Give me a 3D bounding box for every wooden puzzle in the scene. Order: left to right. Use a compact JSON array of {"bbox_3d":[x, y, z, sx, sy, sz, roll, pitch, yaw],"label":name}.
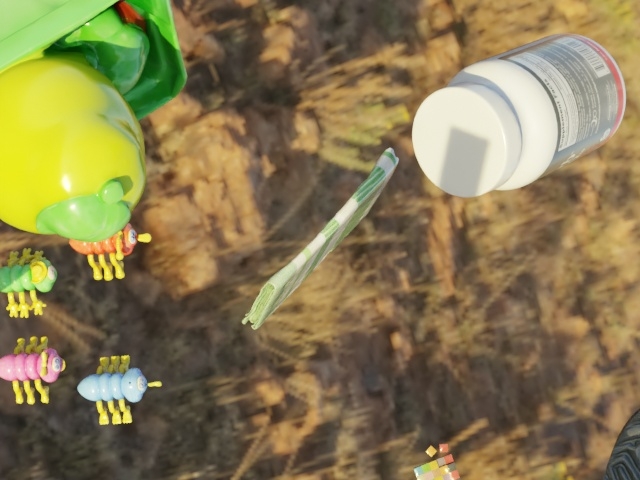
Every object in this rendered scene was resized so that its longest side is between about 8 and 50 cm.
[{"bbox_3d":[0.142,0.287,1.502,0.006,0.049,0.083,162,-92,-86],"label":"wooden puzzle"}]

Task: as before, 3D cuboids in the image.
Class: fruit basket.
[{"bbox_3d":[-0.290,-0.117,1.297,0.283,0.392,0.392,88,-5,-68],"label":"fruit basket"}]

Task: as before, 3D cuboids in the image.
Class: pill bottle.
[{"bbox_3d":[0.317,-0.199,2.004,0.363,0.210,0.210,-25,96,-46],"label":"pill bottle"}]

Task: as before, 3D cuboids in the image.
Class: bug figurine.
[{"bbox_3d":[-0.315,0.098,1.599,0.072,0.216,0.279,53,30,-74],"label":"bug figurine"}]

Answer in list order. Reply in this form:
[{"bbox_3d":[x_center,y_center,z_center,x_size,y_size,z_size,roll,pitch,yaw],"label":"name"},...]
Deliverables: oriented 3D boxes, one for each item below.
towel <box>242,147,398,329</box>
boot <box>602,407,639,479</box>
[{"bbox_3d":[0.000,0.000,2.084,0.038,0.248,0.325,42,66,4],"label":"towel"},{"bbox_3d":[0.441,0.333,1.560,0.445,0.146,0.367,-12,107,-70],"label":"boot"}]
